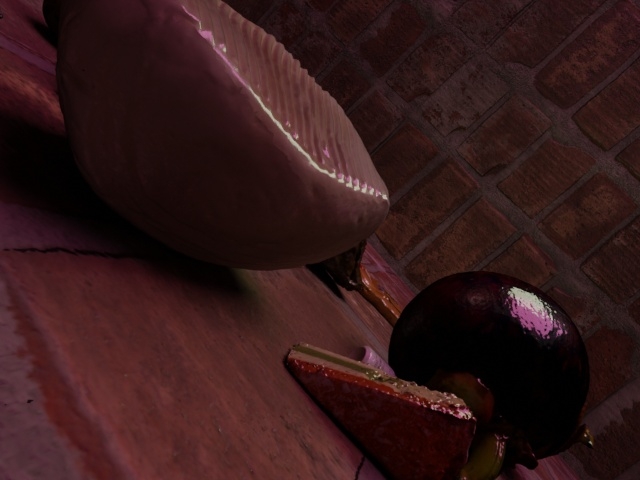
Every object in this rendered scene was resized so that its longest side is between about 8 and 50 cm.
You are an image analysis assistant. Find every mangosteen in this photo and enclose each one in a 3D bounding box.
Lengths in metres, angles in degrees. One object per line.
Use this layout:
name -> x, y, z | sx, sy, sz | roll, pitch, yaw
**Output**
mangosteen -> 0.260, 0.213, 0.680 | 0.306, 0.306, 0.359 | 46, 24, -8

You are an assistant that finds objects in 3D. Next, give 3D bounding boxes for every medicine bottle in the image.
medicine bottle -> 0.080, 0.200, 0.631 | 0.089, 0.052, 0.052 | 46, 8, -15

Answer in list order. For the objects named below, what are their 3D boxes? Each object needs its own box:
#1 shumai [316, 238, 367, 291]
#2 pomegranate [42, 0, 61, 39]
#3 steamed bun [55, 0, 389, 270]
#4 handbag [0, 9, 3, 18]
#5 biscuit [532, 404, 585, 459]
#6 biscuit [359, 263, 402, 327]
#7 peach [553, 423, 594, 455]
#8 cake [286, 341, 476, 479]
shumai -> -0.001, -0.002, 0.988 | 0.185, 0.218, 0.184 | 1, 9, -12
pomegranate -> -0.377, -0.355, 0.699 | 0.130, 0.130, 0.130 | 46, 9, -9
steamed bun -> -0.112, -0.099, 0.481 | 0.383, 0.236, 0.247 | 27, 31, -49
handbag -> -0.434, -0.339, 0.358 | 0.326, 0.118, 0.269 | 49, 16, 7
biscuit -> 0.351, 0.270, 0.847 | 0.038, 0.305, 0.305 | 11, 33, -47
biscuit -> 0.145, 0.132, 1.291 | 0.334, 0.047, 0.202 | 46, 9, -7
peach -> 0.492, 0.355, 1.096 | 0.406, 0.310, 0.335 | 0, 84, -64
cake -> 0.057, 0.212, 0.512 | 0.220, 0.117, 0.086 | 15, 4, 5
